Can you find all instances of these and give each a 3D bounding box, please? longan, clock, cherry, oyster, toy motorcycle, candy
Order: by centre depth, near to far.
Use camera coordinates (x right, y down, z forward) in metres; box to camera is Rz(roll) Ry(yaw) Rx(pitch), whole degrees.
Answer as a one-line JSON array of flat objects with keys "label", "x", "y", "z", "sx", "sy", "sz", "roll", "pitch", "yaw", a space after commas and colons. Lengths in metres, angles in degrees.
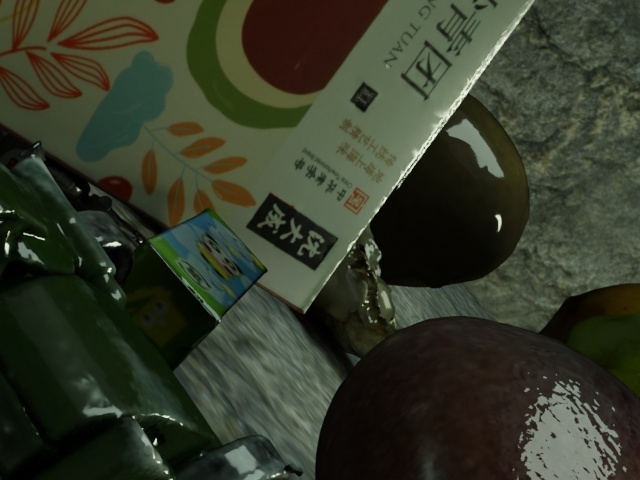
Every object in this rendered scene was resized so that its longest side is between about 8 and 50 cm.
[{"label": "toy motorcycle", "x": -0.117, "y": 0.057, "z": 0.536, "sx": 0.205, "sy": 0.127, "sz": 0.275, "roll": 54, "pitch": 2, "yaw": 18}, {"label": "candy", "x": -0.094, "y": 0.041, "z": 0.774, "sx": 0.062, "sy": 0.097, "sz": 0.194, "roll": 47, "pitch": 8, "yaw": -1}, {"label": "cherry", "x": 0.118, "y": 0.183, "z": 0.858, "sx": 0.261, "sy": 0.221, "sz": 0.307, "roll": 34, "pitch": 26, "yaw": -16}, {"label": "clock", "x": -0.161, "y": -0.021, "z": 0.880, "sx": 0.129, "sy": 0.041, "sz": 0.087, "roll": 44, "pitch": 5, "yaw": -7}, {"label": "oyster", "x": -0.004, "y": 0.003, "z": 1.379, "sx": 0.341, "sy": 0.110, "sz": 0.166, "roll": 54, "pitch": 14, "yaw": 9}, {"label": "longan", "x": 0.125, "y": -0.068, "z": 1.725, "sx": 0.297, "sy": 0.297, "sz": 0.297, "roll": 49, "pitch": 8, "yaw": -10}]

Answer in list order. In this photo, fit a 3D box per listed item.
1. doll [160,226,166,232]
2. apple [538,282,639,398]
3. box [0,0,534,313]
[{"label": "doll", "x": -0.101, "y": -0.104, "z": 1.157, "sx": 0.269, "sy": 0.166, "sz": 0.162, "roll": 45, "pitch": -40, "yaw": 43}, {"label": "apple", "x": 0.357, "y": 0.215, "z": 1.490, "sx": 0.374, "sy": 0.374, "sz": 0.384, "roll": 53, "pitch": -4, "yaw": 18}, {"label": "box", "x": -0.059, "y": -0.189, "z": 0.869, "sx": 0.385, "sy": 0.345, "sz": 0.122, "roll": 34, "pitch": 2, "yaw": -40}]
